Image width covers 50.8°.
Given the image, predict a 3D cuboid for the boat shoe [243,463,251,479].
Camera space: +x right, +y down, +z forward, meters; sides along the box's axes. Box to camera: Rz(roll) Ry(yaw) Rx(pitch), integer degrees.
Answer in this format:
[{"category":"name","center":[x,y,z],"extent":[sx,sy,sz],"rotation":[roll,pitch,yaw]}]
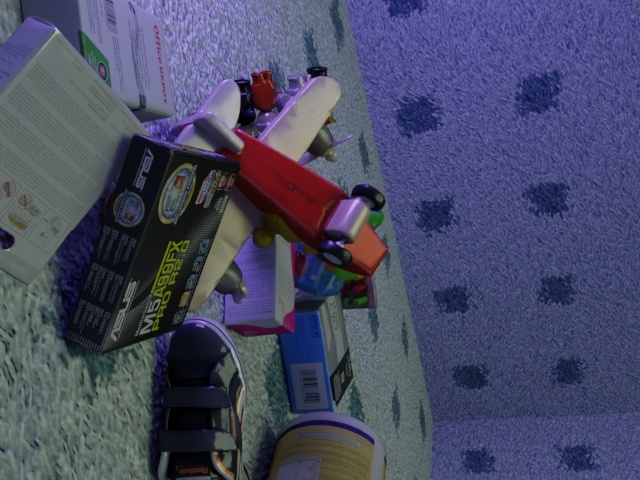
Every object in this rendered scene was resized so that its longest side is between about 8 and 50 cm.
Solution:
[{"category":"boat shoe","center":[-0.148,0.458,1.183],"extent":[0.042,0.048,0.133],"rotation":[56,34,-74]}]

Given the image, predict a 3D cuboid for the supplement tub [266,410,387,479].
[{"category":"supplement tub","center":[0.001,0.534,1.327],"extent":[0.331,0.240,0.241],"rotation":[-74,152,-54]}]

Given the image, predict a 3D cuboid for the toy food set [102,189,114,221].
[{"category":"toy food set","center":[-0.285,-0.033,0.966],"extent":[0.083,0.020,0.083],"rotation":[60,28,-54]}]

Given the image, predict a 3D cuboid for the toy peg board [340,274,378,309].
[{"category":"toy peg board","center":[0.067,0.121,1.922],"extent":[0.079,0.161,0.161],"rotation":[-12,95,-60]}]

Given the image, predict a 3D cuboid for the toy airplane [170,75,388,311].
[{"category":"toy airplane","center":[-0.102,-0.089,1.189],"extent":[0.272,0.385,0.385],"rotation":[143,-65,-71]}]

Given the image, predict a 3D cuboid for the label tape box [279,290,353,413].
[{"category":"label tape box","center":[0.006,0.253,1.711],"extent":[0.347,0.115,0.249],"rotation":[-33,115,-71]}]

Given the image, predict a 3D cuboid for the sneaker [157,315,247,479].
[{"category":"sneaker","center":[-0.177,0.281,1.017],"extent":[0.127,0.126,0.322],"rotation":[-35,119,-79]}]

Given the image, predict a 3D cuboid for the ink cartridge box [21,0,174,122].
[{"category":"ink cartridge box","center":[-0.292,-0.245,0.910],"extent":[0.208,0.086,0.153],"rotation":[-6,88,-73]}]

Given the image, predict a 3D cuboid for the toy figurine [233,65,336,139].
[{"category":"toy figurine","center":[-0.080,-0.287,1.463],"extent":[0.213,0.209,0.148],"rotation":[-57,143,-66]}]

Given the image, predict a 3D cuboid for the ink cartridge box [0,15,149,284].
[{"category":"ink cartridge box","center":[-0.318,-0.093,0.742],"extent":[0.232,0.066,0.189],"rotation":[-52,149,-12]}]

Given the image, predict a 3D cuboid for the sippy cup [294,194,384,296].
[{"category":"sippy cup","center":[0.000,0.000,1.557],"extent":[0.305,0.239,0.224],"rotation":[-30,141,-77]}]

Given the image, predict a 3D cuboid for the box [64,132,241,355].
[{"category":"box","center":[-0.215,0.003,0.905],"extent":[0.270,0.060,0.216],"rotation":[-69,167,7]}]

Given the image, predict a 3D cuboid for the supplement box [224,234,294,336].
[{"category":"supplement box","center":[-0.118,0.071,1.346],"extent":[0.111,0.113,0.220],"rotation":[51,34,-63]}]
